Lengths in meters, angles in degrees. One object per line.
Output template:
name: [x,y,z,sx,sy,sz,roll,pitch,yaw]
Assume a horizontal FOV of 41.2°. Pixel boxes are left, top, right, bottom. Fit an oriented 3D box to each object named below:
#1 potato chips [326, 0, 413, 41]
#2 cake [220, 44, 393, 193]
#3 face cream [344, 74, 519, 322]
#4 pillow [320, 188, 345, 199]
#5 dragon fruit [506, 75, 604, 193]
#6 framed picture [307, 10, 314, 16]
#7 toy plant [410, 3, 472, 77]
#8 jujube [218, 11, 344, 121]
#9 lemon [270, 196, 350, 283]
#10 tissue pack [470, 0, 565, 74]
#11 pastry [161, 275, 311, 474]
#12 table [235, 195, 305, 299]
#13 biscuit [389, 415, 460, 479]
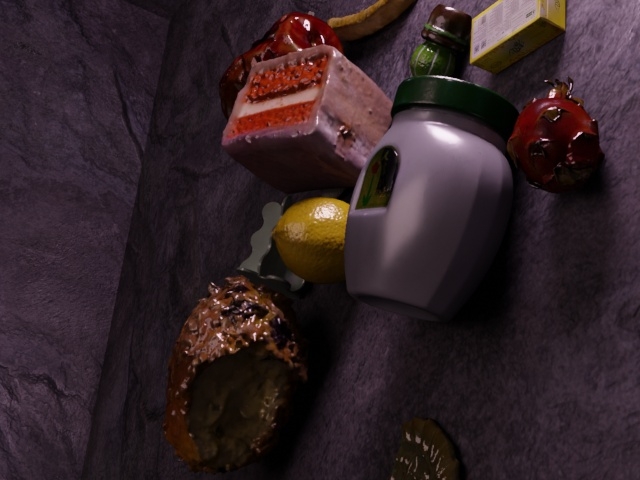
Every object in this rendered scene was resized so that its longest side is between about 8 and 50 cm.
potato chips: [0.107,-0.528,2.030,0.080,0.057,0.407,-62,23,-13]
cake: [-0.028,-0.246,1.817,0.308,0.230,0.237,-1,61,42]
face cream: [0.176,-0.060,1.369,0.312,0.219,0.357,-3,67,65]
pillow: [0.040,-0.198,1.941,0.128,0.050,0.229,-37,42,49]
dragon fruit: [0.346,-0.166,1.248,0.125,0.125,0.246,117,174,-48]
framed picture: [-0.114,-0.494,2.500,0.324,0.020,0.241,-34,43,52]
toy plant: [0.227,-0.364,1.632,0.163,0.092,0.093,-69,25,13]
jujube: [-0.099,-0.387,2.104,0.377,0.276,0.277,132,147,-52]
lemon: [0.000,0.000,1.716,0.178,0.203,0.179,-174,90,-81]
tissue pack: [0.334,-0.366,1.448,0.176,0.062,0.095,-27,51,55]
pastry: [-0.178,0.274,1.796,0.337,0.292,0.405,-117,39,-69]
table: [-0.085,0.012,1.945,0.166,0.166,0.198,-12,54,61]
biscuit: [0.152,0.411,1.304,0.187,0.036,0.274,-7,66,63]
